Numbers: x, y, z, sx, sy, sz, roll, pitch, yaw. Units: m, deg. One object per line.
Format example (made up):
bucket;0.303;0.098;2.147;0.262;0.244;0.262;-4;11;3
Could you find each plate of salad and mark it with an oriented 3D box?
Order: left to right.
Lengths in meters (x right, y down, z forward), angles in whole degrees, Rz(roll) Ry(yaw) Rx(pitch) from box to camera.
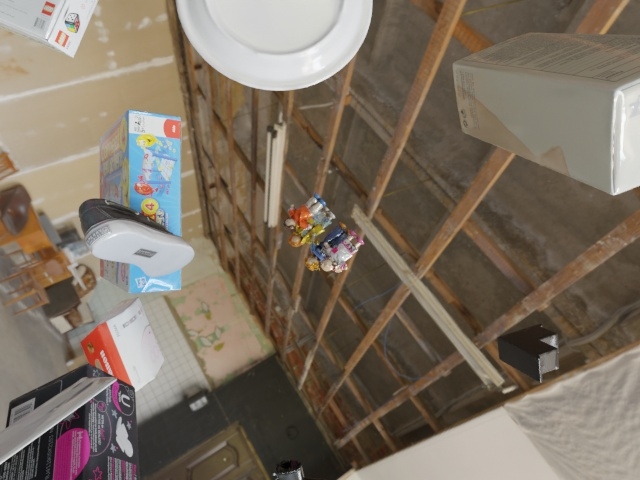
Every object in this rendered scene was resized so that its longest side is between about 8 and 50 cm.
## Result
plate of salad;-0.046;-0.249;0.441;0.199;0.200;0.048;64;-6;0

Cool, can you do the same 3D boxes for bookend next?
bookend;0.611;0.308;1.178;0.156;0.158;0.072;-157;-124;-71

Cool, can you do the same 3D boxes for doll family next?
doll family;0.000;0.000;1.243;0.263;0.163;0.118;47;-5;21

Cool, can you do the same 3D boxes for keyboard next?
keyboard;-0.319;0.210;0.396;0.072;0.256;0.014;-10;-73;38

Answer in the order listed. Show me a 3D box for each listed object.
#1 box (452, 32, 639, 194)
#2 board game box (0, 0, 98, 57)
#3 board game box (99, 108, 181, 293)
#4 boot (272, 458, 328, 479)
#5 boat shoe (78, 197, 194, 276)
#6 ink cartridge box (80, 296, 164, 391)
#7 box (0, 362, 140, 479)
box;0.320;-0.187;0.555;0.311;0.148;0.121;-115;-176;-60
board game box;-0.451;-0.410;0.610;0.306;0.192;0.053;25;1;12
board game box;-0.361;-0.067;0.826;0.308;0.086;0.301;2;-88;54
boot;-0.043;0.550;0.980;0.045;0.121;0.099;-83;162;-65
boat shoe;-0.259;-0.004;0.607;0.076;0.080;0.228;56;3;14
ink cartridge box;-0.444;0.257;0.976;0.232;0.066;0.188;-132;-154;-75
box;-0.414;0.368;0.707;0.247;0.164;0.142;63;0;42
